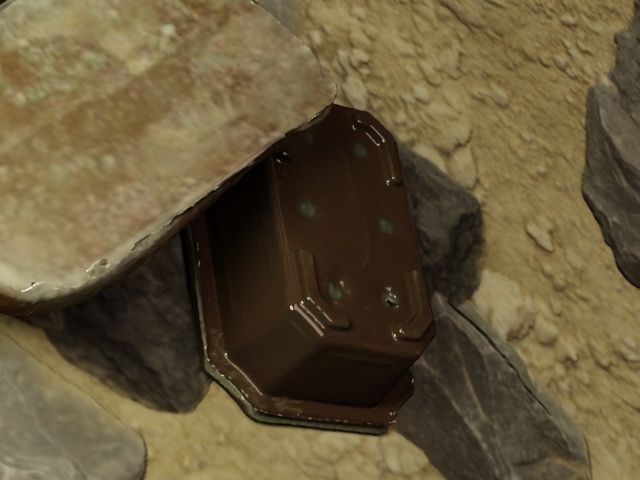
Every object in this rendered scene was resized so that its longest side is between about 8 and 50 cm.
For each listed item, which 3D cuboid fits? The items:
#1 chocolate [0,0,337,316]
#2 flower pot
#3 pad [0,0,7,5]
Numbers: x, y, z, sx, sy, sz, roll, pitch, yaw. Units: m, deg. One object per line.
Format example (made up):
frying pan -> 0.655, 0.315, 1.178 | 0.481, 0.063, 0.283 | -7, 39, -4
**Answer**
chocolate -> -0.140, -0.066, 0.977 | 0.185, 0.100, 0.303 | 41, 53, 12
flower pot -> 0.000, 0.000, 1.089 | 0.178, 0.084, 0.251 | 11, 54, -35
pad -> -0.271, -0.201, 1.046 | 0.174, 0.022, 0.233 | 7, 56, -37
